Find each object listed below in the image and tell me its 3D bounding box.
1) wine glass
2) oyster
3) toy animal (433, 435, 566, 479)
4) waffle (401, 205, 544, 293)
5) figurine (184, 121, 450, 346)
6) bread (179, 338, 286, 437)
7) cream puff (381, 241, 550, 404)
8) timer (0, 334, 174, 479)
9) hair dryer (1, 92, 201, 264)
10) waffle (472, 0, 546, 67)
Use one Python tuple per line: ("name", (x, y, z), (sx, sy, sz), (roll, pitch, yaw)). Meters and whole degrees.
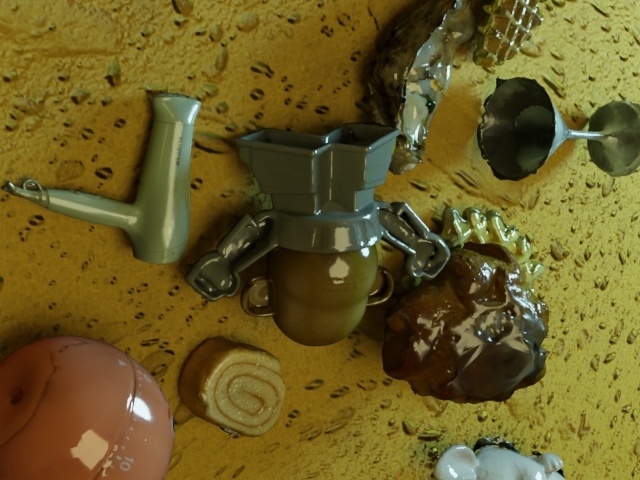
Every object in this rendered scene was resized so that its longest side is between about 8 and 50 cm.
("wine glass", (0.360, -0.155, 2.034), (0.232, 0.156, 0.156), (0, 108, -39))
("oyster", (0.143, -0.242, 1.890), (0.294, 0.094, 0.166), (-59, 146, -17))
("toy animal", (0.290, 0.414, 2.208), (0.325, 0.154, 0.208), (13, 123, -18))
("waffle", (0.220, 0.076, 2.079), (0.261, 0.056, 0.250), (26, 92, -37))
("figurine", (-0.001, 0.000, 1.817), (0.342, 0.167, 0.285), (0, 107, 3))
("bread", (-0.110, 0.195, 1.877), (0.149, 0.073, 0.122), (26, 90, -39))
("cream puff", (0.214, 0.127, 1.962), (0.269, 0.155, 0.241), (37, 92, -35))
("timer", (-0.291, 0.230, 1.661), (0.229, 0.229, 0.215), (-53, 129, -6))
("hair dryer", (-0.262, -0.079, 1.680), (0.237, 0.075, 0.206), (1, 100, -28))
("waffle", (0.261, -0.340, 1.930), (0.160, 0.046, 0.192), (-32, 130, -43))
